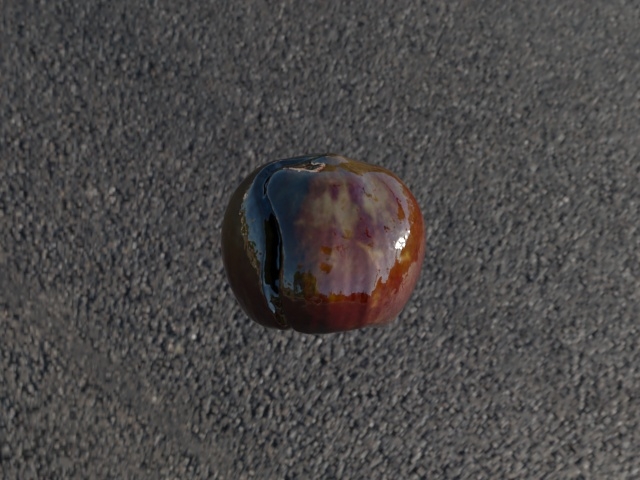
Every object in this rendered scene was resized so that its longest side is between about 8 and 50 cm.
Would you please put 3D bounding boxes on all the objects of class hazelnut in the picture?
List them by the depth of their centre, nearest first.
[{"bbox_3d":[0.000,0.000,1.101,0.233,0.218,0.218,-2,58,-22],"label":"hazelnut"}]
